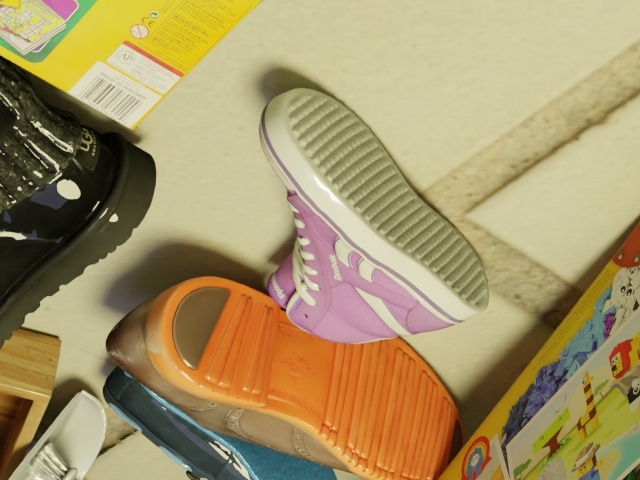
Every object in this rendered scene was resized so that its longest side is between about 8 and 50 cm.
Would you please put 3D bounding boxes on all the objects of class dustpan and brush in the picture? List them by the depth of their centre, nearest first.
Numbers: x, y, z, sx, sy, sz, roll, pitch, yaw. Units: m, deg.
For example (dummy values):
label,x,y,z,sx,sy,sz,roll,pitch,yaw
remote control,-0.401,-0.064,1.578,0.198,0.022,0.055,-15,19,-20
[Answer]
label,x,y,z,sx,sy,sz,roll,pitch,yaw
dustpan and brush,-0.251,0.232,1.581,0.060,0.147,0.211,37,166,3

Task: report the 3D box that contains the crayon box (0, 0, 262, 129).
label,x,y,z,sx,sy,sz,roll,pitch,yaw
crayon box,-0.191,-0.208,1.089,0.278,0.081,0.165,30,132,-26

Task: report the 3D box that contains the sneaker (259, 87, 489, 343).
label,x,y,z,sx,sy,sz,roll,pitch,yaw
sneaker,0.000,0.001,1.296,0.161,0.102,0.282,-19,133,28

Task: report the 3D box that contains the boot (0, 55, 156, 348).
label,x,y,z,sx,sy,sz,roll,pitch,yaw
boot,-0.328,-0.032,1.254,0.348,0.131,0.260,-38,131,24

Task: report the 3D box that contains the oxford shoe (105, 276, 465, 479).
label,x,y,z,sx,sy,sz,roll,pitch,yaw
oxford shoe,-0.023,0.132,1.444,0.363,0.130,0.132,30,152,-30

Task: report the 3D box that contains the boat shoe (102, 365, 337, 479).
label,x,y,z,sx,sy,sz,roll,pitch,yaw
boat shoe,-0.091,0.185,1.524,0.258,0.109,0.089,44,134,-16

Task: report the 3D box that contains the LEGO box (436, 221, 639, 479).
label,x,y,z,sx,sy,sz,roll,pitch,yaw
LEGO box,0.240,0.288,1.296,0.193,0.372,0.500,24,117,-20

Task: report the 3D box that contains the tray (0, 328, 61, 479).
label,x,y,z,sx,sy,sz,roll,pitch,yaw
tray,-0.465,0.118,1.482,0.411,0.076,0.203,16,137,-14
